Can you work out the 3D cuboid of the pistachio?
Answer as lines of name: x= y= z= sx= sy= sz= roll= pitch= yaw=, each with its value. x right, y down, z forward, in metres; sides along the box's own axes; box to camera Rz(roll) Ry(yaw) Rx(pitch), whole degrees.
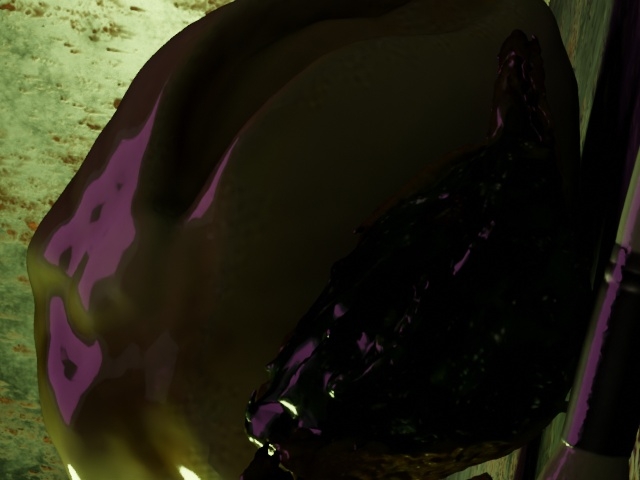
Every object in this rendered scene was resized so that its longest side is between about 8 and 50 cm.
pistachio: x=0.000 y=0.000 z=1.097 sx=0.445 sy=0.281 sz=0.365 roll=-48 pitch=-33 yaw=-26

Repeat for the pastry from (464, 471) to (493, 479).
pastry: x=0.080 y=0.151 z=0.762 sx=0.097 sy=0.057 sz=0.109 roll=-71 pitch=-9 yaw=-73

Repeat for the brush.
brush: x=0.115 y=-0.009 z=0.580 sx=0.039 sy=0.042 sz=0.299 roll=-47 pitch=-28 yaw=-81

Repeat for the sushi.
sushi: x=0.075 y=0.035 z=0.891 sx=0.287 sy=0.149 sz=0.140 roll=-52 pitch=-39 yaw=-9
